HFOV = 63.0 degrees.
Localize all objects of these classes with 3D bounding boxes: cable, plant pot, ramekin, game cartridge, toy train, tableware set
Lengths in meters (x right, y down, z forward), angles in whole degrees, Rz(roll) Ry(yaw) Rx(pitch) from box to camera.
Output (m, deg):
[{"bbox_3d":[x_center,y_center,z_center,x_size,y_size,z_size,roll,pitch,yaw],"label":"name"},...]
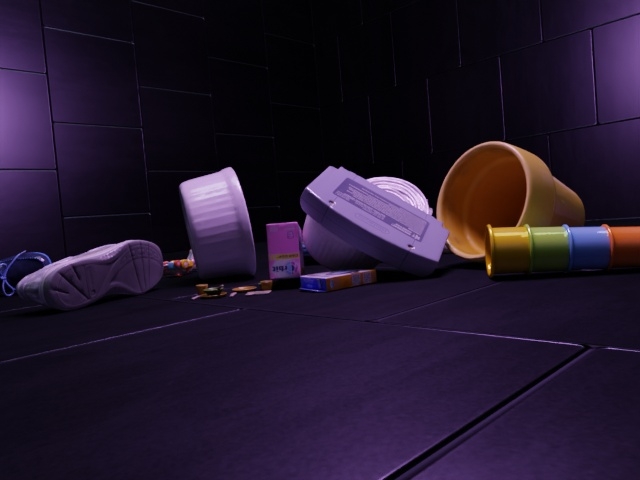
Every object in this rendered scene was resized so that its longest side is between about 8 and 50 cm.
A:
[{"bbox_3d":[0.177,-0.062,1.456,0.257,0.257,0.089,14,-33,10],"label":"cable"},{"bbox_3d":[0.425,-0.063,1.127,0.239,0.253,0.254,10,-5,-29],"label":"plant pot"},{"bbox_3d":[0.059,-0.018,1.143,0.207,0.109,0.207,17,34,-12],"label":"ramekin"},{"bbox_3d":[0.113,-0.043,1.067,0.297,0.062,0.198,30,37,7],"label":"game cartridge"},{"bbox_3d":[-0.429,0.082,1.508,0.125,0.046,0.166,-6,-1,-4],"label":"toy train"},{"bbox_3d":[-0.259,-0.033,1.295,0.135,0.276,0.277,-14,5,-15],"label":"ramekin"},{"bbox_3d":[-0.163,0.089,0.994,0.154,0.024,0.104,-5,2,2],"label":"tableware set"}]

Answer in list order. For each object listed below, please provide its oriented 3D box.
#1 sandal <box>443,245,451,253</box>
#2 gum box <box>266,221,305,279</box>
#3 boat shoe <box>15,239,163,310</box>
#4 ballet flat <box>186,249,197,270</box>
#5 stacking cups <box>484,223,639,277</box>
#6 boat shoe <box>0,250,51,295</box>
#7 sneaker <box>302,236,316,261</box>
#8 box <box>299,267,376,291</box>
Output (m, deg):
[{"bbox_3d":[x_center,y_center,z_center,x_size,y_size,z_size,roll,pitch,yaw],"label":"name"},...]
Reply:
[{"bbox_3d":[0.274,-0.028,1.544,0.303,0.086,0.120,9,18,15],"label":"sandal"},{"bbox_3d":[-0.069,0.026,1.089,0.062,0.107,0.188,-5,-4,1],"label":"gum box"},{"bbox_3d":[-0.447,0.066,1.065,0.103,0.118,0.320,1,11,23],"label":"boat shoe"},{"bbox_3d":[-0.351,0.047,1.697,0.086,0.086,0.248,-4,2,19],"label":"ballet flat"},{"bbox_3d":[0.446,0.006,0.882,0.317,0.095,0.096,-5,2,12],"label":"stacking cups"},{"bbox_3d":[-0.814,0.104,1.317,0.259,0.108,0.089,-21,9,1],"label":"boat shoe"},{"bbox_3d":[0.000,0.000,1.624,0.140,0.124,0.341,-6,1,4],"label":"sneaker"},{"bbox_3d":[0.028,0.073,0.972,0.136,0.028,0.081,-4,2,-37],"label":"box"}]
